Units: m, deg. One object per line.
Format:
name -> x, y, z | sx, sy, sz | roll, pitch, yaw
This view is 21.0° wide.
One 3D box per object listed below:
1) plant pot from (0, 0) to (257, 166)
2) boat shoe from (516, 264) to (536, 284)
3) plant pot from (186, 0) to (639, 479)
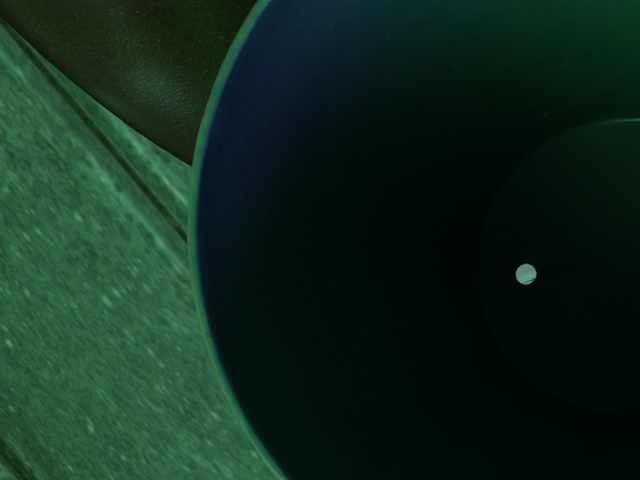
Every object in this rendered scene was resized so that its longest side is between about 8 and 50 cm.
plant pot -> -0.052, -0.134, 0.818 | 0.215, 0.215, 0.230 | 25, 157, 33
boat shoe -> 0.036, -0.005, 0.928 | 0.226, 0.076, 0.083 | -12, 84, 47
plant pot -> 0.116, 0.000, 0.707 | 0.290, 0.290, 0.195 | 37, -175, 17
